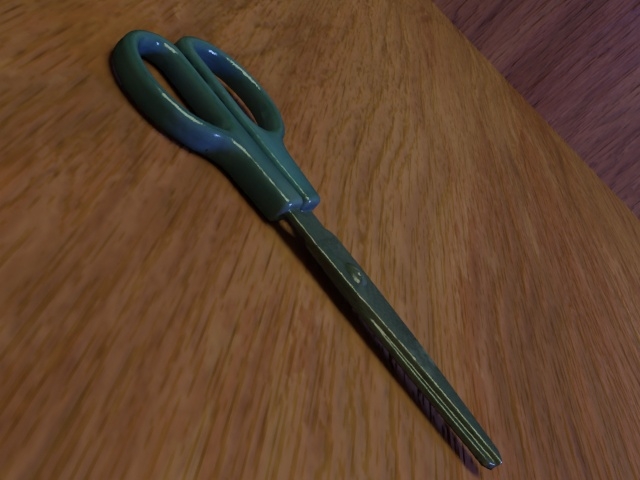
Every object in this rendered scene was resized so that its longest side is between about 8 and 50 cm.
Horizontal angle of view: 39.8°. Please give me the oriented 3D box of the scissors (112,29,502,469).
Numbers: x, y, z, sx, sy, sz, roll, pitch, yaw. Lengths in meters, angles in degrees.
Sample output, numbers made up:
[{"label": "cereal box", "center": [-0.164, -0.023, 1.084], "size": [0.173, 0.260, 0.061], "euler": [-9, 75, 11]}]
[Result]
[{"label": "scissors", "center": [0.000, 0.000, 0.716], "size": [0.447, 0.029, 0.193], "euler": [52, 22, 10]}]
